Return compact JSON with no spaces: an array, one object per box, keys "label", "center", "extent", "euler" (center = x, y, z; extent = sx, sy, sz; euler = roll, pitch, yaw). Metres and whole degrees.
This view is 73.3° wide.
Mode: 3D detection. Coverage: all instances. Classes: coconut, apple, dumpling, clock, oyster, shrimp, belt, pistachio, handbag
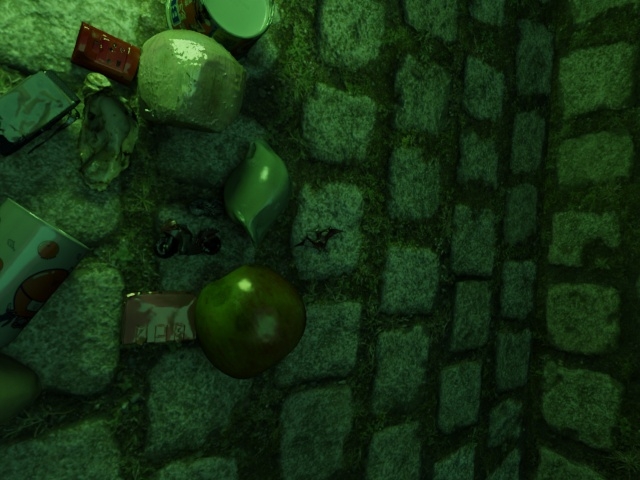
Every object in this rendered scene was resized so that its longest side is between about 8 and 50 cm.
[{"label":"coconut","center":[-0.357,-0.438,1.194],"extent":[0.297,0.297,0.255],"euler":[5,102,-34]},{"label":"apple","center":[-0.217,0.238,1.306],"extent":[0.339,0.339,0.340],"euler":[-3,95,-34]},{"label":"dumpling","center":[-0.202,-0.157,1.372],"extent":[0.211,0.270,0.321],"euler":[35,78,-8]},{"label":"clock","center":[-0.579,-0.508,1.172],"extent":[0.155,0.061,0.113],"euler":[16,84,-36]},{"label":"oyster","center":[-0.589,-0.282,1.156],"extent":[0.166,0.094,0.295],"euler":[14,101,-55]},{"label":"shrimp","center":[-0.337,-0.098,1.365],"extent":[0.165,0.056,0.065],"euler":[9,56,-32]},{"label":"belt","center":[-0.703,-0.304,1.050],"extent":[0.126,0.139,0.231],"euler":[51,61,-24]},{"label":"pistachio","center":[-0.827,0.336,0.985],"extent":[0.331,0.207,0.226],"euler":[29,34,-39]},{"label":"handbag","center":[-0.479,0.233,1.288],"extent":[0.212,0.059,0.158],"euler":[3,90,-33]}]

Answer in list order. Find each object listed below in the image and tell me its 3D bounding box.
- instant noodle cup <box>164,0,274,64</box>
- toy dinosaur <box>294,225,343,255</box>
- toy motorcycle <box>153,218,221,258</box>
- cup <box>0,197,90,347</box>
[{"label":"instant noodle cup","center":[-0.285,-0.680,1.266],"extent":[0.296,0.214,0.297],"euler":[-3,95,-33]},{"label":"toy dinosaur","center":[-0.001,0.000,1.615],"extent":[0.220,0.032,0.108],"euler":[-20,107,-29]},{"label":"toy motorcycle","center":[-0.401,-0.009,1.313],"extent":[0.212,0.084,0.118],"euler":[-3,94,-42]},{"label":"cup","center":[-0.743,0.087,1.011],"extent":[0.212,0.212,0.318],"euler":[42,72,-29]}]
